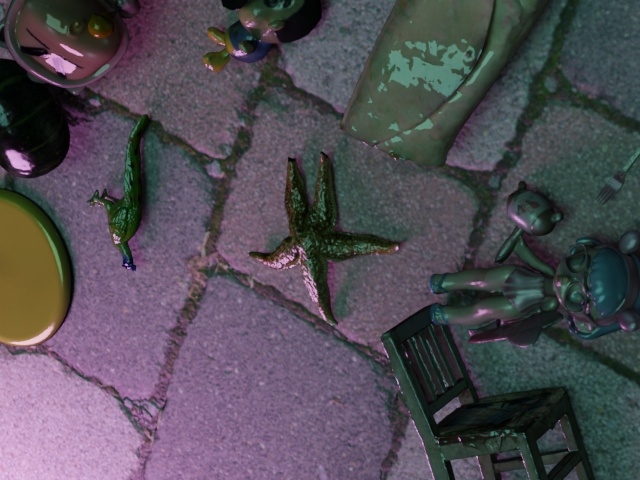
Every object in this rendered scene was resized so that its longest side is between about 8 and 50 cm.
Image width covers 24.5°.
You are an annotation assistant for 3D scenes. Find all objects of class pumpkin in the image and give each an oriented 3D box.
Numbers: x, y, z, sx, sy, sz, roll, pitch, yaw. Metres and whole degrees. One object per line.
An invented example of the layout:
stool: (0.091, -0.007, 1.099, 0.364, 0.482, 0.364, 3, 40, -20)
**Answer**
pumpkin: (-0.404, -0.160, 1.933, 0.125, 0.167, 0.167, -29, 88, -1)

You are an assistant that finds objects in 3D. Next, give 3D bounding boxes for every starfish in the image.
starfish: (-0.001, 0.001, 1.807, 0.217, 0.050, 0.223, -3, 108, 24)

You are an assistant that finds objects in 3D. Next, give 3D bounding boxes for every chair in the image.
chair: (0.199, 0.201, 1.685, 0.147, 0.136, 0.270, -15, 95, 32)

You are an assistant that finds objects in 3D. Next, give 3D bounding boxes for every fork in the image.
fork: (0.336, -0.086, 1.592, 0.016, 0.012, 0.115, 38, 115, 12)

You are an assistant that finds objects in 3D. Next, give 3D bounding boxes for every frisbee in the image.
frisbee: (-0.448, 0.041, 2.101, 0.236, 0.017, 0.235, 10, 110, 29)

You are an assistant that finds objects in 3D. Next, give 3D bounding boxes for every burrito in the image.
burrito: (0.143, -0.223, 1.613, 0.143, 0.105, 0.299, 35, 119, 7)

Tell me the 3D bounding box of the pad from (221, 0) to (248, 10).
pad: (-0.099, -0.413, 1.706, 0.181, 0.004, 0.267, -40, 62, 34)

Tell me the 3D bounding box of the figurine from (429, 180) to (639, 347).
figurine: (0.244, 0.038, 1.646, 0.260, 0.103, 0.205, -8, 64, 35)

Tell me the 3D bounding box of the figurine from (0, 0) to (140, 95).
figurine: (-0.287, -0.309, 1.813, 0.287, 0.186, 0.176, -42, 106, 17)

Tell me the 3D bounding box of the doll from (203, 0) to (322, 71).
doll: (-0.073, -0.261, 1.747, 0.179, 0.102, 0.089, -23, 135, 30)

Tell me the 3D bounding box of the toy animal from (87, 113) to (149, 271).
toy animal: (-0.266, -0.068, 1.946, 0.075, 0.041, 0.216, 14, 108, 26)
